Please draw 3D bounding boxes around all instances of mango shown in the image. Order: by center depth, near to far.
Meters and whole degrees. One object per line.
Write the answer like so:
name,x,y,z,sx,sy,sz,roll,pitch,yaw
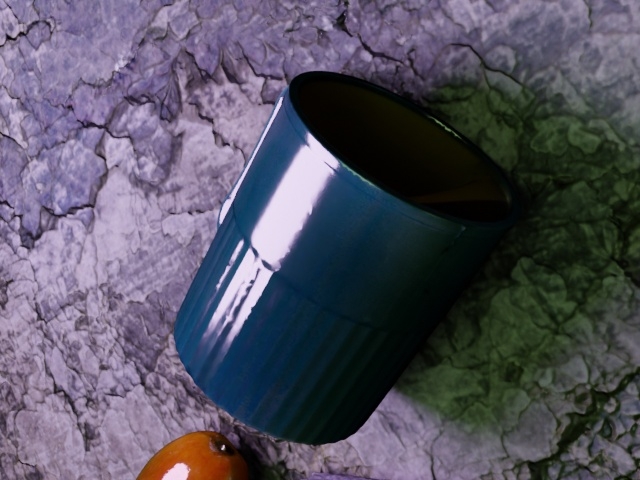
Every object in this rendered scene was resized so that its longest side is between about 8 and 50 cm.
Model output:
mango,-0.164,0.357,1.240,0.146,0.129,0.289,23,117,28

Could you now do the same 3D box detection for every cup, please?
cup,-0.008,0.005,1.021,0.308,0.242,0.292,40,118,20

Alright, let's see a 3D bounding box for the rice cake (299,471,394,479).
rice cake,0.130,0.286,1.069,0.399,0.064,0.070,-3,85,34
